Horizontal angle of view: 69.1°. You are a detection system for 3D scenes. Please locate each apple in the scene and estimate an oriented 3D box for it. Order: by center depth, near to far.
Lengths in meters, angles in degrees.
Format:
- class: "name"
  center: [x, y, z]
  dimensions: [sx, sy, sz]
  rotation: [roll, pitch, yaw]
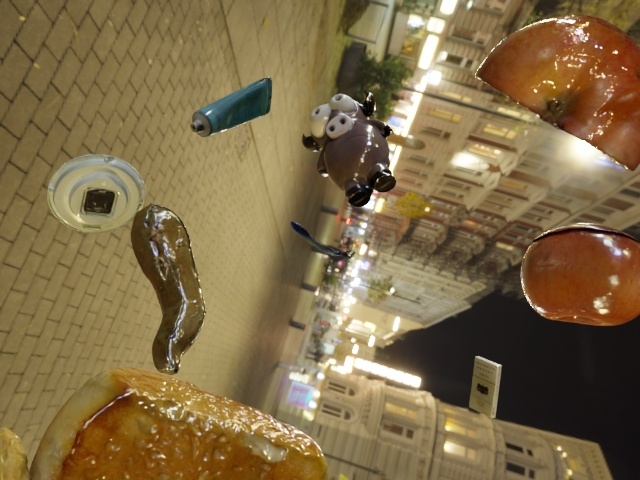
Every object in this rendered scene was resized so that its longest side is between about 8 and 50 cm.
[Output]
- class: "apple"
  center: [0.413, -0.256, 0.735]
  dimensions: [0.163, 0.293, 0.251]
  rotation: [-60, 167, 25]
- class: "apple"
  center: [0.596, 0.088, 1.053]
  dimensions: [0.251, 0.272, 0.206]
  rotation: [37, 63, -43]

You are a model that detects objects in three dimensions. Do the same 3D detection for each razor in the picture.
- class: "razor"
  center: [-0.001, 0.004, 1.004]
  dimensions: [0.028, 0.155, 0.044]
  rotation: [-65, 172, 22]

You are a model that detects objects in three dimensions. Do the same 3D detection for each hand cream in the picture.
- class: "hand cream"
  center: [-0.166, -0.254, 0.902]
  dimensions: [0.224, 0.048, 0.083]
  rotation: [-42, 150, -45]

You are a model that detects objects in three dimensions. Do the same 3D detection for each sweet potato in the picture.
- class: "sweet potato"
  center: [-0.190, 0.057, 0.587]
  dimensions: [0.062, 0.081, 0.233]
  rotation: [-35, -120, 30]

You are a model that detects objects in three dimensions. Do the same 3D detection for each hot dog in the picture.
- class: "hot dog"
  center: [-0.196, 0.326, 0.703]
  dimensions: [0.185, 0.405, 0.223]
  rotation: [-66, -160, -12]

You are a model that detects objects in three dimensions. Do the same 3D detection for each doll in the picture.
- class: "doll"
  center: [0.056, -0.189, 0.932]
  dimensions: [0.117, 0.182, 0.257]
  rotation: [32, 32, -59]

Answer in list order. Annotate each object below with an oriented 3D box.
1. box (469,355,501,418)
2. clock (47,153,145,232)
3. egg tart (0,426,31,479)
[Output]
- class: "box"
  center: [0.517, 0.459, 1.461]
  dimensions: [0.090, 0.024, 0.166]
  rotation: [12, -83, 59]
- class: "clock"
  center: [-0.577, -0.108, 1.212]
  dimensions: [0.053, 0.237, 0.236]
  rotation: [53, -42, 46]
- class: "egg tart"
  center: [-0.419, 0.439, 0.495]
  dimensions: [0.443, 0.178, 0.442]
  rotation: [-21, -115, 54]
